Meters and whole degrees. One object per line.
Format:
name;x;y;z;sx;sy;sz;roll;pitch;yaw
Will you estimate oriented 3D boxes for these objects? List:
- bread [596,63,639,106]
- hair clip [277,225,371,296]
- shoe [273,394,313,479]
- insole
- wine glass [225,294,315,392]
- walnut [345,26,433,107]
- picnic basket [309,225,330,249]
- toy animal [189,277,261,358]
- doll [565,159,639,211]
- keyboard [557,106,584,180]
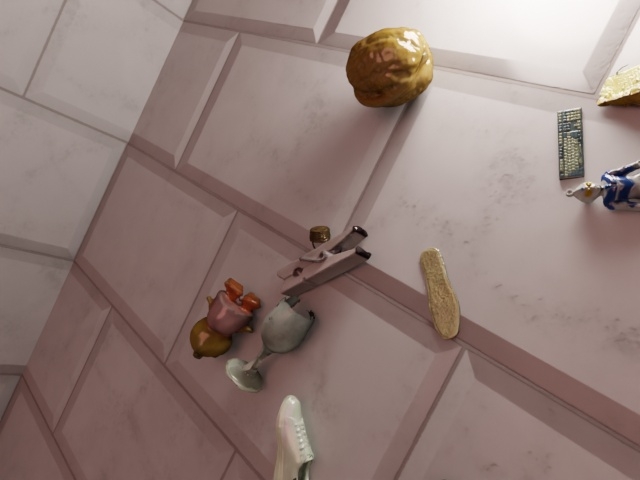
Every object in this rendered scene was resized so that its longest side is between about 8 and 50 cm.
bread;0.676;-0.350;1.114;0.109;0.080;0.084;11;81;38
hair clip;0.003;0.069;1.513;0.331;0.085;0.101;-29;58;30
shoe;-0.062;0.577;1.408;0.110;0.095;0.265;0;81;33
insole;0.309;0.133;1.298;0.081;0.011;0.247;-26;61;31
wine glass;-0.148;0.313;1.523;0.321;0.143;0.143;-49;52;15
walnut;0.196;-0.499;1.450;0.257;0.224;0.257;-21;57;36
picnic basket;0.000;0.000;1.562;0.072;0.072;0.083;12;115;40
toy animal;-0.331;0.285;1.665;0.195;0.169;0.281;38;106;4
doll;0.652;-0.111;1.075;0.227;0.057;0.114;-10;74;34
keyboard;0.592;-0.230;1.187;0.055;0.014;0.176;-4;74;34
